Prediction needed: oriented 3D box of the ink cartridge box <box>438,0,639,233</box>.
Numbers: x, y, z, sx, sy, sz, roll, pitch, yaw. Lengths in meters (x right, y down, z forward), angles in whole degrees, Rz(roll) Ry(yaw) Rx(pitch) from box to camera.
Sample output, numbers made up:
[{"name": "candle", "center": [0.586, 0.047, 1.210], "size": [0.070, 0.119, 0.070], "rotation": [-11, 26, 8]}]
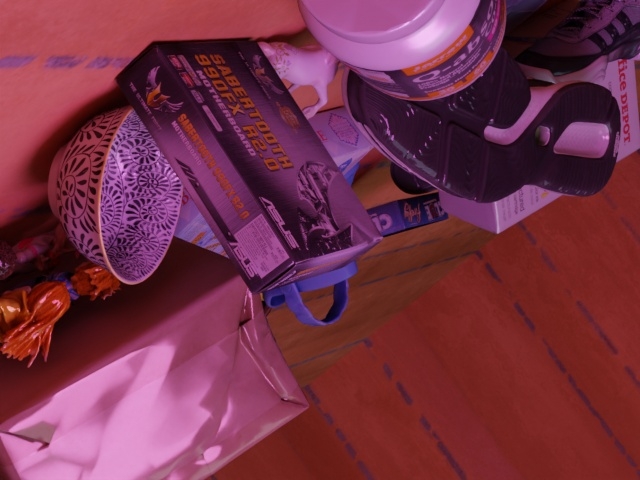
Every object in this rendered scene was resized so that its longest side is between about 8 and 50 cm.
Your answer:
[{"name": "ink cartridge box", "center": [0.280, -0.166, 2.293], "size": [0.278, 0.117, 0.201], "rotation": [-30, 125, -29]}]

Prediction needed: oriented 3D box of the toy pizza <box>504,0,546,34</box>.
[{"name": "toy pizza", "center": [0.207, -0.278, 2.058], "size": [0.201, 0.032, 0.201], "rotation": [-33, 169, -8]}]

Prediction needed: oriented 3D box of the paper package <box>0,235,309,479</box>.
[{"name": "paper package", "center": [-0.228, 0.131, 1.727], "size": [0.309, 0.168, 0.325], "rotation": [-33, -154, -21]}]

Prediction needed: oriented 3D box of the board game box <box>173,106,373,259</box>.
[{"name": "board game box", "center": [-0.131, -0.018, 2.046], "size": [0.319, 0.066, 0.318], "rotation": [-42, 168, 31]}]

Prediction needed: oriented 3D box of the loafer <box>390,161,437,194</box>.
[{"name": "loafer", "center": [0.212, -0.161, 2.448], "size": [0.267, 0.096, 0.084], "rotation": [-42, 174, 24]}]

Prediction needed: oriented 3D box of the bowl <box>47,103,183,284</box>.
[{"name": "bowl", "center": [-0.193, -0.049, 1.590], "size": [0.080, 0.170, 0.170], "rotation": [8, 180, 20]}]

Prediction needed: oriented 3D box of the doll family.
[{"name": "doll family", "center": [-0.274, 0.054, 1.614], "size": [0.163, 0.118, 0.263], "rotation": [-22, -177, 18]}]

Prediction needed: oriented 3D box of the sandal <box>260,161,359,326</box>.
[{"name": "sandal", "center": [0.000, 0.000, 2.273], "size": [0.126, 0.138, 0.317], "rotation": [-37, 160, -33]}]

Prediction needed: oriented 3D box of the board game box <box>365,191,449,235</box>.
[{"name": "board game box", "center": [0.037, -0.011, 2.458], "size": [0.243, 0.042, 0.165], "rotation": [-17, 178, 26]}]

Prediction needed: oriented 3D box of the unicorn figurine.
[{"name": "unicorn figurine", "center": [-0.019, -0.170, 1.729], "size": [0.162, 0.060, 0.111], "rotation": [-13, 145, -50]}]

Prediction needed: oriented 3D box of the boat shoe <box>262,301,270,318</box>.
[{"name": "boat shoe", "center": [-0.145, 0.101, 2.417], "size": [0.123, 0.123, 0.342], "rotation": [-47, 170, 28]}]

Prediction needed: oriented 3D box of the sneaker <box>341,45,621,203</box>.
[{"name": "sneaker", "center": [0.110, -0.133, 1.906], "size": [0.257, 0.169, 0.447], "rotation": [10, 180, 39]}]

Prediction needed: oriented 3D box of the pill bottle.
[{"name": "pill bottle", "center": [0.068, -0.216, 1.527], "size": [0.162, 0.162, 0.278], "rotation": [-37, 170, 8]}]

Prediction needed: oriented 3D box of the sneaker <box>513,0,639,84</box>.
[{"name": "sneaker", "center": [0.333, -0.282, 2.145], "size": [0.269, 0.101, 0.153], "rotation": [-22, 122, -33]}]

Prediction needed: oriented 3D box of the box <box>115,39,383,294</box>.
[{"name": "box", "center": [-0.059, -0.071, 1.576], "size": [0.056, 0.231, 0.183], "rotation": [-37, 170, 26]}]
